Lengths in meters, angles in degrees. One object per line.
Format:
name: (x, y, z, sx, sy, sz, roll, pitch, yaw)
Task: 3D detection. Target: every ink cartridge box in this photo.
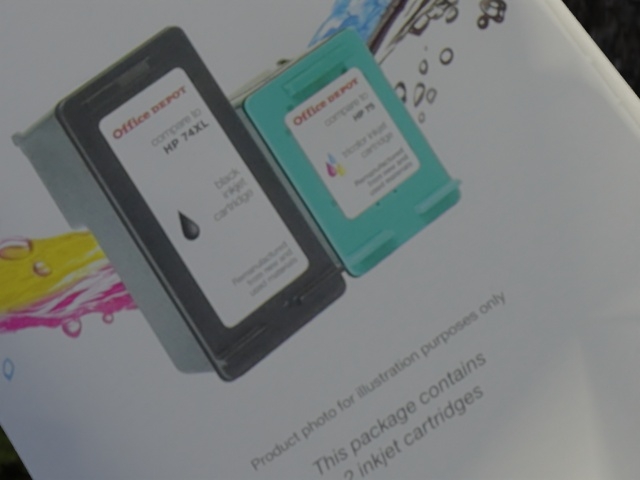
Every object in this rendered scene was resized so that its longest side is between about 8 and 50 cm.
ink cartridge box: (0.000, 0.000, 0.547, 0.197, 0.198, 0.270, -35, 75, 4)
